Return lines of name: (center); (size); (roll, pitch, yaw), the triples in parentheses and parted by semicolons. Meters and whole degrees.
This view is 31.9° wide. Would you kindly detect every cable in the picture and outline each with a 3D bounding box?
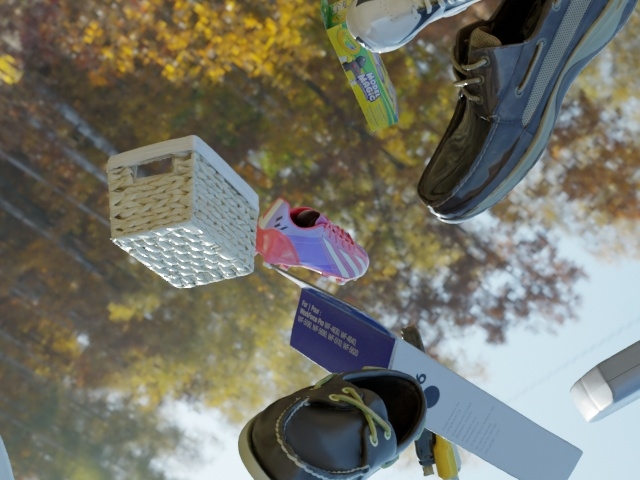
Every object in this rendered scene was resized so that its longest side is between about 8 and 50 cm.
cable: (0.173, 0.252, 1.756); (0.072, 0.287, 0.139); (-8, -162, -1)

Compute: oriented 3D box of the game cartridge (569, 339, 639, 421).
game cartridge: (0.411, 0.160, 1.411); (0.198, 0.062, 0.297); (-34, 163, 1)

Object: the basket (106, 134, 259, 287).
basket: (-0.147, -0.026, 1.231); (0.113, 0.167, 0.103); (-13, -116, 19)

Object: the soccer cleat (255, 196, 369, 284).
soccer cleat: (0.000, 0.000, 1.569); (0.083, 0.248, 0.095); (41, -72, 36)

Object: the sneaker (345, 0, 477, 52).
sneaker: (0.146, -0.324, 1.406); (0.235, 0.094, 0.153); (-22, 172, -36)

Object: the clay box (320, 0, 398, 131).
clay box: (0.064, -0.303, 1.833); (0.053, 0.222, 0.127); (-19, -153, 12)

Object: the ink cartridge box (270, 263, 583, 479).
ink cartridge box: (0.092, 0.139, 1.072); (0.065, 0.333, 0.165); (-58, -147, -5)

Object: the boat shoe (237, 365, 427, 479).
boat shoe: (0.015, 0.125, 0.755); (0.069, 0.081, 0.228); (-43, 168, 13)

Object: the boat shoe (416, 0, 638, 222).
boat shoe: (0.199, -0.189, 1.222); (0.355, 0.130, 0.132); (-58, -152, 5)

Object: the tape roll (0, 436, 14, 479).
tape roll: (-0.361, 0.229, 0.859); (0.169, 0.246, 0.246); (-13, -151, 9)
